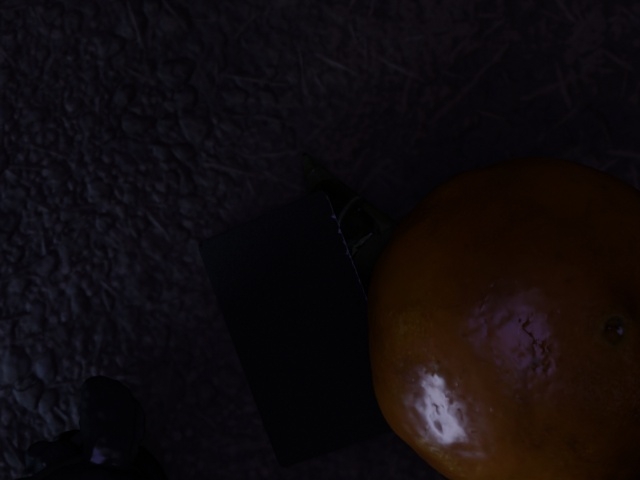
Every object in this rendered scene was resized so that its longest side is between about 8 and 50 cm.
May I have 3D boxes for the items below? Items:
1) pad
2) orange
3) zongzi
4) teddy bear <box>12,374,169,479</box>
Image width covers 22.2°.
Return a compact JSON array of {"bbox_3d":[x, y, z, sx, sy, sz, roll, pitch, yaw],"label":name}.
[{"bbox_3d":[-0.015,0.077,1.396,0.143,0.003,0.211,-22,86,28],"label":"pad"},{"bbox_3d":[0.174,0.072,1.299,0.284,0.226,0.284,3,82,-25],"label":"orange"},{"bbox_3d":[0.000,0.000,1.417,0.119,0.055,0.109,39,102,24],"label":"zongzi"},{"bbox_3d":[-0.193,0.204,1.319,0.144,0.251,0.171,2,71,0],"label":"teddy bear"}]
